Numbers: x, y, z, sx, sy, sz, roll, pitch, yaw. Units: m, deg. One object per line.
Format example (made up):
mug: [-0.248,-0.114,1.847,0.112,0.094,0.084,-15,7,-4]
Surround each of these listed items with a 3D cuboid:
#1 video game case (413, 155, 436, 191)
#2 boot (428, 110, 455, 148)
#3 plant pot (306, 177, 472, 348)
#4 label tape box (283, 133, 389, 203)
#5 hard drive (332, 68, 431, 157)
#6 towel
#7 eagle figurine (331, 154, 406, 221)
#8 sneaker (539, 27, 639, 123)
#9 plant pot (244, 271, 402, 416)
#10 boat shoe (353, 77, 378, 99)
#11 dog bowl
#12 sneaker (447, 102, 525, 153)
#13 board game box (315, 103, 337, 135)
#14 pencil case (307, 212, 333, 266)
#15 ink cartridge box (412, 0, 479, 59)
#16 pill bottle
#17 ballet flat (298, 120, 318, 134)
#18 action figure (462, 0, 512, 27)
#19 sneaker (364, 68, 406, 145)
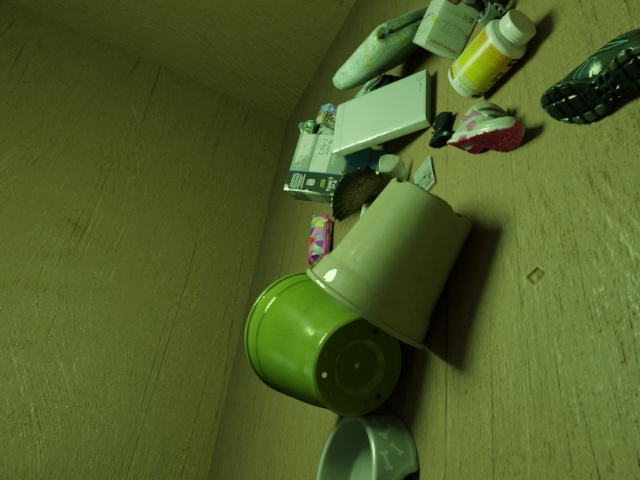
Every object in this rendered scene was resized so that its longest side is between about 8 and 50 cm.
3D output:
video game case: [0.310,-0.184,1.499,0.087,0.011,0.122,-54,23,41]
boot: [0.360,-0.326,1.451,0.099,0.045,0.121,-71,16,-11]
plant pot: [0.187,0.035,1.194,0.306,0.333,0.334,-57,18,2]
label tape box: [0.058,-0.261,1.851,0.106,0.333,0.241,40,-118,-60]
hard drive: [0.207,-0.431,1.723,0.352,0.047,0.233,-13,54,32]
towel: [0.247,-0.697,1.804,0.374,0.090,0.320,-34,1,-26]
eagle figurine: [0.164,-0.126,1.563,0.298,0.226,0.225,-69,-31,-68]
sneaker: [0.513,-0.293,0.896,0.106,0.101,0.267,-52,11,-18]
plant pot: [0.026,0.284,1.320,0.353,0.366,0.367,8,79,66]
boat shoe: [0.195,-0.629,2.262,0.226,0.083,0.076,-51,11,20]
dog bowl: [0.093,0.572,1.178,0.349,0.102,0.349,-160,90,-74]
sneaker: [0.392,-0.276,1.188,0.252,0.102,0.111,-153,82,-72]
board game box: [0.069,-0.381,2.085,0.291,0.232,0.141,-68,17,4]
pencil case: [0.000,0.000,2.110,0.104,0.104,0.236,128,154,-46]
ink cartridge box: [0.396,-0.676,1.577,0.176,0.128,0.127,-64,18,17]
pill bottle: [0.428,-0.464,1.261,0.215,0.117,0.117,134,151,-54]
ballet flat: [-0.055,-0.454,2.055,0.188,0.070,0.070,-134,65,-76]
action figure: [0.381,-0.676,1.355,0.099,0.284,0.185,-55,23,40]
sneaker: [0.221,-0.498,1.877,0.101,0.153,0.269,-129,60,-71]
